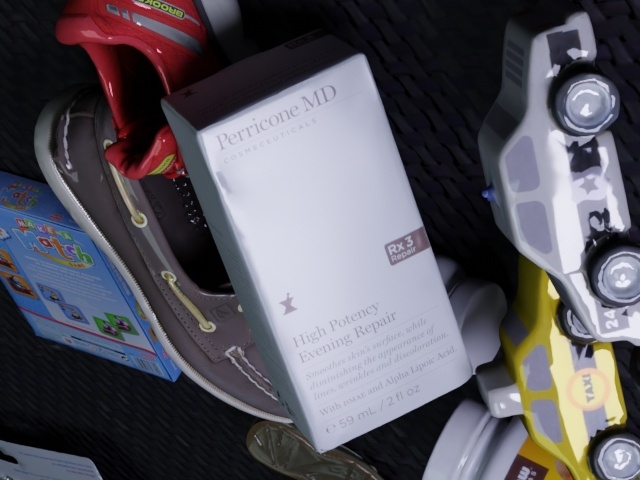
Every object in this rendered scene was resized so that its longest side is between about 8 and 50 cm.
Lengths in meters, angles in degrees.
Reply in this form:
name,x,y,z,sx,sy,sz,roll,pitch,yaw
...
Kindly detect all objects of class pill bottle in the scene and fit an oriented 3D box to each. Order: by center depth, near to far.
name,x,y,z,sx,sy,sz,roll,pitch,yaw
pill bottle,0.048,0.045,1.362,0.152,0.086,0.086,14,148,33
pill bottle,0.185,0.197,1.435,0.215,0.117,0.117,25,153,14

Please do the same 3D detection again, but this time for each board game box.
name,x,y,z,sx,sy,sz,roll,pitch,yaw
board game box,-0.213,0.028,1.672,0.160,0.039,0.211,16,150,30

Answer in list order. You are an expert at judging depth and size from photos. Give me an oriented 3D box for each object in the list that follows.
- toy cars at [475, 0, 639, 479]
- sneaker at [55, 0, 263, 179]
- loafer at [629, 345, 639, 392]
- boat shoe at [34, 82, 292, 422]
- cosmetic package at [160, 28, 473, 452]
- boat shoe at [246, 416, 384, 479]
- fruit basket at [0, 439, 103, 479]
name,x,y,z,sx,sy,sz,roll,pitch,yaw
toy cars,0.130,0.027,1.139,0.087,0.176,0.394,-14,145,-2
sneaker,-0.087,-0.075,1.270,0.107,0.118,0.279,8,144,41
loafer,0.311,0.077,1.116,0.095,0.109,0.302,42,150,-27
boat shoe,-0.074,0.015,1.420,0.096,0.116,0.324,-1,133,53
cosmetic package,0.000,0.000,1.213,0.085,0.117,0.231,41,155,63
boat shoe,0.006,0.199,1.721,0.153,0.048,0.056,29,109,-2
fruit basket,-0.276,0.340,2.194,0.327,0.165,0.353,4,126,43
